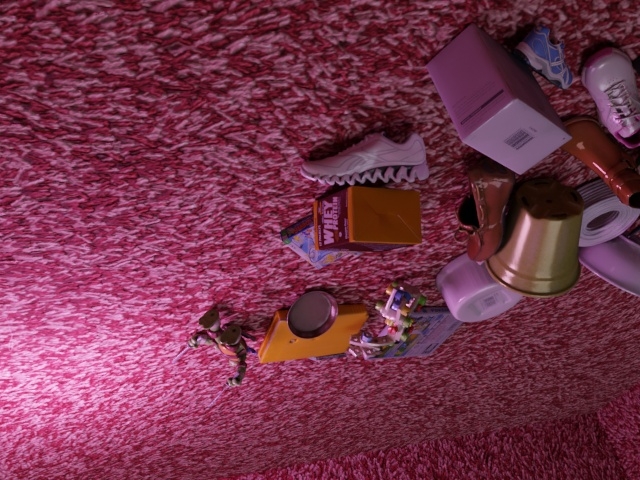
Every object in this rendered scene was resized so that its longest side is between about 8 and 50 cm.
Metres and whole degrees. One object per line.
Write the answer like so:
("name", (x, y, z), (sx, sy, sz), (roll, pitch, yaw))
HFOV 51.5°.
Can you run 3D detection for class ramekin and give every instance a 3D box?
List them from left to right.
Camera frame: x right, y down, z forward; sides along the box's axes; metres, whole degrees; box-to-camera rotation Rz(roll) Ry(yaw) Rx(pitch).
("ramekin", (0.525, 0.150, 2.155), (0.277, 0.135, 0.277), (-12, 146, -8))

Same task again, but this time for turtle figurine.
("turtle figurine", (-0.317, 0.351, 2.007), (0.275, 0.197, 0.266), (-14, 143, -11))

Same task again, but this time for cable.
("cable", (0.834, -0.082, 2.001), (0.257, 0.089, 0.257), (-4, 145, -19))

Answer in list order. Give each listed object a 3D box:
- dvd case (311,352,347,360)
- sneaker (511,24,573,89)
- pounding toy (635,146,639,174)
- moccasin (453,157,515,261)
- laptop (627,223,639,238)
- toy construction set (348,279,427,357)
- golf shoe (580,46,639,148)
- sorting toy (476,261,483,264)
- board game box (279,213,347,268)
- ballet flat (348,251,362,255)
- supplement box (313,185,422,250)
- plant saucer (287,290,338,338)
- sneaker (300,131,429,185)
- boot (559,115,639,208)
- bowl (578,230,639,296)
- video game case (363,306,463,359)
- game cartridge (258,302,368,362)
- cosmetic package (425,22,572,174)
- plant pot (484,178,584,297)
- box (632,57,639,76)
("dvd case", (0.026, 0.415, 2.384), (0.120, 0.013, 0.087), (-3, 176, -18))
("sneaker", (0.493, -0.386, 1.414), (0.211, 0.080, 0.081), (13, 119, -48))
("pounding toy", (0.914, -0.238, 1.814), (0.183, 0.110, 0.237), (10, 151, -31))
("moccasin", (0.425, -0.069, 1.792), (0.147, 0.139, 0.380), (-9, 149, 0))
("laptop", (1.223, -0.080, 2.032), (0.408, 0.236, 0.382), (-19, 157, -49))
("toy construction set", (0.228, 0.260, 2.124), (0.215, 0.151, 0.327), (-40, 166, -50))
("golf shoe", (0.698, -0.327, 1.542), (0.115, 0.140, 0.306), (-31, 143, 21))
("sorting toy", (0.495, 0.034, 2.027), (0.083, 0.075, 0.045), (-28, 145, 15))
("board game box", (0.000, 0.000, 1.787), (0.136, 0.035, 0.201), (-29, 145, 16))
("ballet flat", (0.123, 0.002, 1.786), (0.222, 0.076, 0.079), (-15, 154, -36))
("supplement box", (0.111, -0.046, 1.618), (0.192, 0.129, 0.194), (2, 172, -27))
("plant saucer", (-0.028, 0.226, 2.054), (0.169, 0.029, 0.168), (-9, 116, -19))
("sneaker", (0.099, -0.187, 1.517), (0.292, 0.110, 0.118), (-3, 102, 3))
("boot", (0.713, -0.187, 1.674), (0.284, 0.220, 0.109), (16, 134, -40))
("bowl", (0.978, 0.052, 2.130), (0.298, 0.298, 0.134), (9, 116, -34))
("video game case", (0.353, 0.342, 2.446), (0.300, 0.036, 0.329), (1, 143, -26))
("game cartridge", (-0.024, 0.308, 2.217), (0.324, 0.052, 0.285), (-4, 144, -24))
("cosmetic package", (0.364, -0.287, 1.367), (0.224, 0.224, 0.138), (18, 135, -41))
("plant pot", (0.617, -0.024, 1.864), (0.276, 0.276, 0.253), (-12, 134, -9))
("box", (0.880, -0.355, 1.558), (0.270, 0.165, 0.143), (18, 133, -41))
